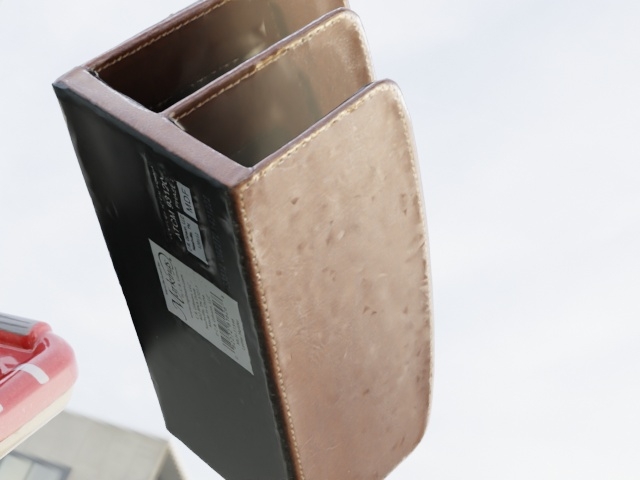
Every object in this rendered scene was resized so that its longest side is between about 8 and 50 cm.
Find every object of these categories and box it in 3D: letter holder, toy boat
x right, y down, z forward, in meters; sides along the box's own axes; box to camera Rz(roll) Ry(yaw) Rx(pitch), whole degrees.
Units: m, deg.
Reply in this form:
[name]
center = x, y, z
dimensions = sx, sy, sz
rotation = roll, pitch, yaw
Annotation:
[letter holder]
center = 0.000, 0.000, 0.717
dimensions = 0.152, 0.214, 0.301
rotation = 32, -35, 36
[toy boat]
center = -0.298, 0.092, 0.913
dimensions = 0.151, 0.231, 0.151
rotation = 10, -69, 17

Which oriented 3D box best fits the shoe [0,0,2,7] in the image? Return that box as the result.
[shoe]
center = -0.380, -0.194, 1.199
dimensions = 0.063, 0.081, 0.178
rotation = 23, -27, -17
